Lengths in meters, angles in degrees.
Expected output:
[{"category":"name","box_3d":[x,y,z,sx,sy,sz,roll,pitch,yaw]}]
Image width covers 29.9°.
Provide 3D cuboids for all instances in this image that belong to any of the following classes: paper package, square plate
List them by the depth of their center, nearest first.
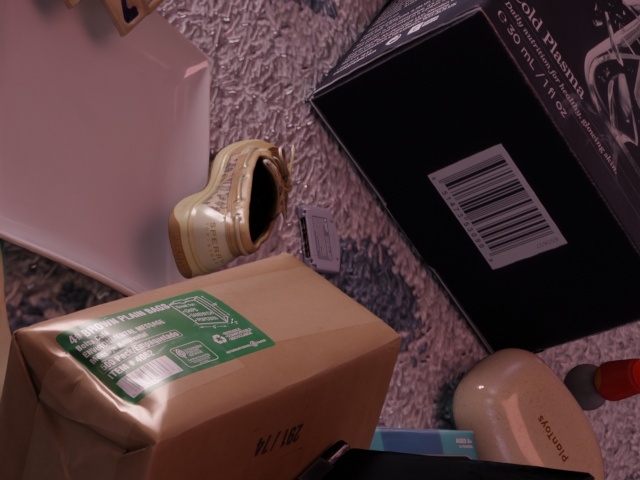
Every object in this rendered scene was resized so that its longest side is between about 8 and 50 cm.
[{"category":"paper package","box_3d":[-0.110,0.197,1.026,0.324,0.168,0.310,-16,128,-50]},{"category":"square plate","box_3d":[-0.226,-0.112,1.193,0.347,0.049,0.344,35,47,-53]}]

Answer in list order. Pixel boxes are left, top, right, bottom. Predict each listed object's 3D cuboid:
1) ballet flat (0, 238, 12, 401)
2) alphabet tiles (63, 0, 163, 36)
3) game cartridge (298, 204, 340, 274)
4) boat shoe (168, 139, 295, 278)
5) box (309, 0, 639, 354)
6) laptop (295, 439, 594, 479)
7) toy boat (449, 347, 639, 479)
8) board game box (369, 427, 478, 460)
[{"category":"ballet flat","box_3d":[-0.308,0.087,1.035,0.086,0.086,0.249,7,59,-47]},{"category":"alphabet tiles","box_3d":[-0.249,-0.391,1.219,0.343,0.011,0.285,62,31,-24]},{"category":"game cartridge","box_3d":[0.000,0.000,1.471,0.056,0.017,0.083,9,67,-42]},{"category":"boat shoe","box_3d":[-0.075,-0.039,1.301,0.285,0.089,0.105,-61,139,-61]},{"category":"box","box_3d":[0.304,-0.180,1.685,0.480,0.297,0.472,53,40,-18]},{"category":"laptop","box_3d":[-0.021,0.355,0.895,0.382,0.236,0.408,-37,143,-34]},{"category":"toy boat","box_3d":[0.313,0.252,1.613,0.318,0.148,0.268,-28,91,-34]},{"category":"board game box","box_3d":[0.097,0.385,1.355,0.253,0.079,0.336,11,65,-46]}]
